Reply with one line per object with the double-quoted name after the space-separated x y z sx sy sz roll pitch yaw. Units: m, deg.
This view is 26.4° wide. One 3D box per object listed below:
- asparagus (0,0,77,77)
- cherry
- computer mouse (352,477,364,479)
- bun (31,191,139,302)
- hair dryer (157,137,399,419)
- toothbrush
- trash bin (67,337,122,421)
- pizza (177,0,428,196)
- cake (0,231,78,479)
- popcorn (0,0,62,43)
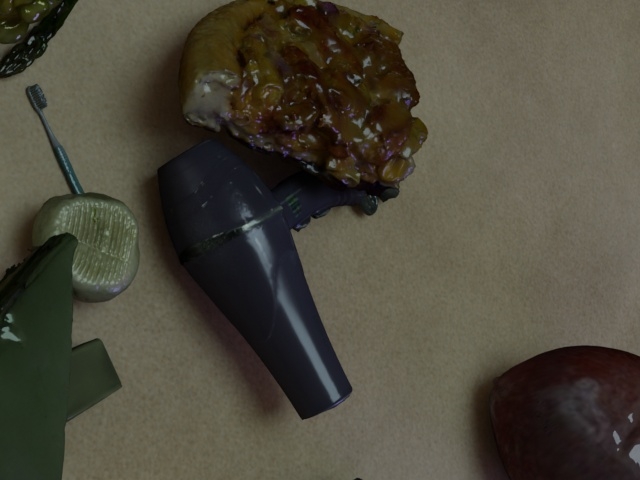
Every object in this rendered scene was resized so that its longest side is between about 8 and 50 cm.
-0.266 -0.244 1.391 0.034 0.027 0.236 37 55 -22 "asparagus"
0.342 0.248 1.654 0.307 0.221 0.261 37 50 -5 "cherry"
0.045 0.313 1.475 0.172 0.057 0.099 23 60 -48 "computer mouse"
-0.229 0.007 1.315 0.115 0.069 0.115 15 66 -36 "bun"
0.000 0.000 1.501 0.361 0.121 0.301 -32 93 -51 "hair dryer"
-0.252 -0.078 1.359 0.011 0.014 0.167 -29 96 -52 "toothbrush"
-0.238 0.134 1.285 0.092 0.043 0.060 -29 96 -44 "trash bin"
-0.004 -0.172 1.501 0.409 0.114 0.277 -17 61 -50 "pizza"
-0.269 0.146 1.184 0.172 0.158 0.283 50 47 -19 "cake"
-0.309 -0.305 1.223 0.225 0.249 0.249 30 58 -44 "popcorn"
